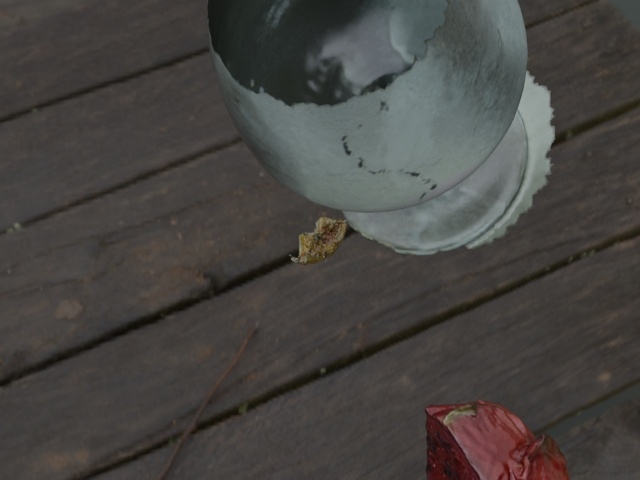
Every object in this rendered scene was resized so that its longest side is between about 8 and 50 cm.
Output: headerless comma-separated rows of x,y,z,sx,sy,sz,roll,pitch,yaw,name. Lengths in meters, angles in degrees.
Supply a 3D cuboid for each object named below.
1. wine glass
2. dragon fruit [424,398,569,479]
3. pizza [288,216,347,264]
0.054,-0.122,0.771,0.237,0.323,0.238,-4,75,15,wine glass
0.224,0.317,1.052,0.152,0.317,0.205,-18,36,-21,dragon fruit
0.000,0.000,0.990,0.083,0.016,0.037,-37,93,-39,pizza
